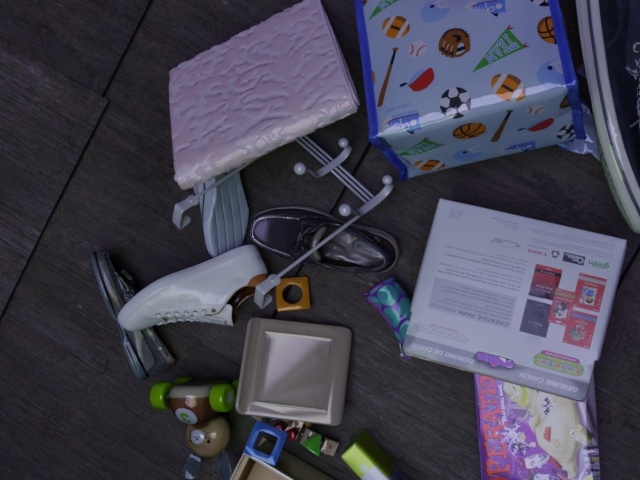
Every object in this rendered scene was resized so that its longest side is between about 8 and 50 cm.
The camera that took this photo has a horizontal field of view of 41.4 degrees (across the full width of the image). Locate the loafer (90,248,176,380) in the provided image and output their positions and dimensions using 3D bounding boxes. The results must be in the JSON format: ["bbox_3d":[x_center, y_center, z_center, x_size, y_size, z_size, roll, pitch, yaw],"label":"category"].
[{"bbox_3d":[-0.363,0.135,1.644,0.084,0.096,0.267,-21,96,-6],"label":"loafer"}]

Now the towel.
[{"bbox_3d":[-0.112,-0.261,1.479,0.332,0.053,0.316,-24,47,12],"label":"towel"}]

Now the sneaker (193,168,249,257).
[{"bbox_3d":[-0.197,-0.093,1.589,0.091,0.094,0.258,15,111,49],"label":"sneaker"}]

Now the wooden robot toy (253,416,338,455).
[{"bbox_3d":[-0.040,0.334,1.586,0.173,0.076,0.079,24,88,10],"label":"wooden robot toy"}]

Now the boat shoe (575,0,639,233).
[{"bbox_3d":[0.502,-0.262,1.344,0.156,0.187,0.499,-7,83,18],"label":"boat shoe"}]

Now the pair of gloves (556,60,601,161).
[{"bbox_3d":[0.482,-0.229,1.450,0.159,0.023,0.198,38,97,10],"label":"pair of gloves"}]

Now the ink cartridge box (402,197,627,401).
[{"bbox_3d":[0.318,0.102,1.416,0.310,0.130,0.271,15,82,15],"label":"ink cartridge box"}]

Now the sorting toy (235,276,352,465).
[{"bbox_3d":[-0.047,0.240,1.563,0.196,0.047,0.347,7,75,3],"label":"sorting toy"}]

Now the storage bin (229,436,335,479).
[{"bbox_3d":[-0.067,0.548,1.576,0.262,0.123,0.260,28,99,9],"label":"storage bin"}]

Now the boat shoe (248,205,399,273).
[{"bbox_3d":[0.000,0.000,1.539,0.285,0.092,0.102,15,96,11],"label":"boat shoe"}]

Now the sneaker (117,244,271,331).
[{"bbox_3d":[-0.228,0.117,1.552,0.290,0.106,0.123,-25,71,-1],"label":"sneaker"}]

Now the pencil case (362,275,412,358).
[{"bbox_3d":[0.144,0.141,1.530,0.070,0.064,0.151,-31,86,-7],"label":"pencil case"}]

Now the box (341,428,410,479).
[{"bbox_3d":[0.119,0.430,1.532,0.042,0.109,0.178,-44,84,8],"label":"box"}]

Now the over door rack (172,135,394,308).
[{"bbox_3d":[-0.065,-0.076,1.466,0.324,0.108,0.239,-41,70,-15],"label":"over door rack"}]

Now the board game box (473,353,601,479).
[{"bbox_3d":[0.381,0.301,1.498,0.208,0.056,0.346,-4,93,17],"label":"board game box"}]

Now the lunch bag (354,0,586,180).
[{"bbox_3d":[0.236,-0.326,1.388,0.328,0.239,0.385,-13,68,15],"label":"lunch bag"}]

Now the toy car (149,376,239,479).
[{"bbox_3d":[-0.218,0.354,1.577,0.155,0.149,0.188,-3,88,22],"label":"toy car"}]
